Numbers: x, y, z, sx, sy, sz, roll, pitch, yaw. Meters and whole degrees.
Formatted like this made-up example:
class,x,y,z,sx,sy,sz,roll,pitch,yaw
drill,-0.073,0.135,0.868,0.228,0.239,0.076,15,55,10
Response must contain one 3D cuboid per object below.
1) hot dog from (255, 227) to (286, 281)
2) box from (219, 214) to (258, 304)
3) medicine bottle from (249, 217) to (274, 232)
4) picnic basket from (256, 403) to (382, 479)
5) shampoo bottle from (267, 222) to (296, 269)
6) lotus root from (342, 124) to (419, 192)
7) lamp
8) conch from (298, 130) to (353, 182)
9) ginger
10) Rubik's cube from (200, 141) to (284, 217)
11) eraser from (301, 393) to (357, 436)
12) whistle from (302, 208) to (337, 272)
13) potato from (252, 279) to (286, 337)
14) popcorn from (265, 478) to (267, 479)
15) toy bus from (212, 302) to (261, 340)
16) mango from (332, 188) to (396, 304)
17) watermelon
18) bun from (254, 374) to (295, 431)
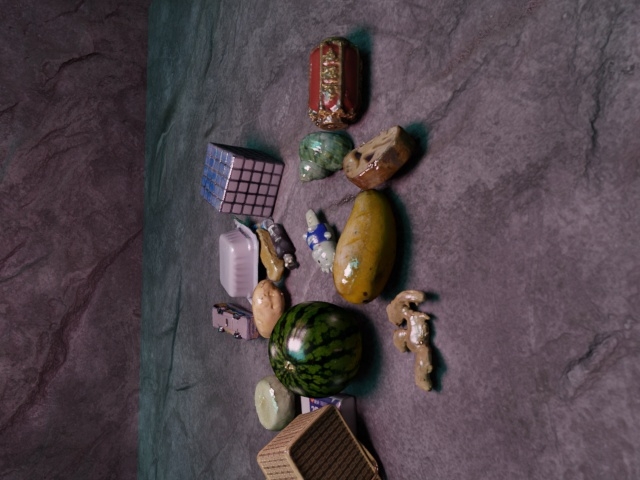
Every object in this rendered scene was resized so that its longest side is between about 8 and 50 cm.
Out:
class,x,y,z,sx,sy,sz,roll,pitch,yaw
hot dog,-0.191,0.053,1.675,0.242,0.073,0.084,60,134,35
box,-0.350,0.094,1.789,0.264,0.106,0.337,35,126,54
medicine bottle,-0.261,-0.045,1.790,0.191,0.051,0.051,-21,71,50
picnic basket,0.015,0.651,1.189,0.175,0.228,0.313,-36,83,40
shampoo bottle,-0.143,0.025,1.624,0.057,0.063,0.208,-57,46,34
lotus root,0.148,-0.222,1.211,0.260,0.074,0.170,-23,39,45
lamp,0.045,-0.485,1.341,0.177,0.177,0.274,-2,84,52
conch,0.001,-0.276,1.417,0.176,0.122,0.188,41,126,17
ginger,0.240,0.260,1.130,0.149,0.065,0.259,-23,75,62
Rubik's cube,-0.320,-0.244,1.724,0.237,0.238,0.237,36,117,46
eraser,0.021,0.548,1.378,0.210,0.068,0.124,-10,84,51
whistle,0.000,0.000,1.419,0.110,0.092,0.244,-51,52,42
potato,-0.192,0.261,1.619,0.161,0.128,0.235,-110,19,-85
popcorn,-0.072,0.747,1.365,0.256,0.195,0.255,88,-162,-45
toy bus,-0.338,0.335,1.800,0.317,0.138,0.112,6,98,51
mango,0.132,0.016,1.210,0.176,0.175,0.329,17,81,28
watermelon,-0.013,0.318,1.279,0.285,0.285,0.285,-5,84,52
bun,-0.156,0.586,1.562,0.195,0.118,0.195,-5,84,58
